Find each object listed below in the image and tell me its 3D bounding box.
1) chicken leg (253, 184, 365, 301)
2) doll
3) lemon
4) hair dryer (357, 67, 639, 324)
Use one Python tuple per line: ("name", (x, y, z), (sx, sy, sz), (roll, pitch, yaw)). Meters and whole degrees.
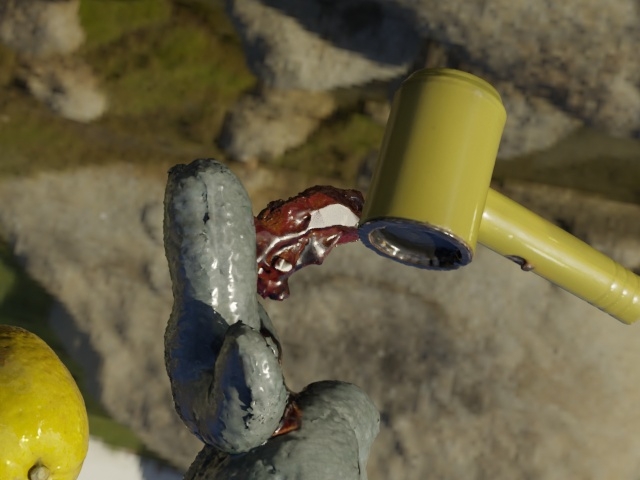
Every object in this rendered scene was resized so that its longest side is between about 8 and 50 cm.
("chicken leg", (-0.003, -0.005, 1.459), (0.219, 0.089, 0.048), (-22, -161, -25))
("doll", (-0.035, 0.101, 1.183), (0.158, 0.340, 0.246), (-6, 176, -10))
("lemon", (-0.315, 0.180, 1.595), (0.170, 0.170, 0.207), (24, -160, -40))
("hair dryer", (0.158, -0.016, 1.253), (0.278, 0.135, 0.090), (28, 155, -29))
